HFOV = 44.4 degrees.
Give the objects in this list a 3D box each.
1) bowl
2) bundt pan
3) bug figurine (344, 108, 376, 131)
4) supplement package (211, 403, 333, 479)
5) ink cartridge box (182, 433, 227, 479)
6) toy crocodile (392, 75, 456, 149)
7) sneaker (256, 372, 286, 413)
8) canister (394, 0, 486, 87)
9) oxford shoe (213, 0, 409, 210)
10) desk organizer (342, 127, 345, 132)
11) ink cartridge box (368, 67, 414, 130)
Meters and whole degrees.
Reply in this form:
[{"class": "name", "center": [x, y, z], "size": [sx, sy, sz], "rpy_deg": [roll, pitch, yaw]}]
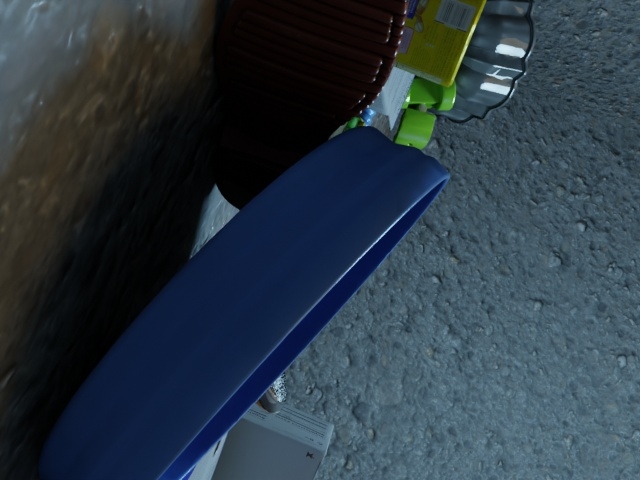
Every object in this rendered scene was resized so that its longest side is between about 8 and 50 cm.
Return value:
[{"class": "bowl", "center": [-0.056, 0.070, 0.618], "size": [0.391, 0.077, 0.391], "rpy_deg": [-47, 173, -7]}, {"class": "bundt pan", "center": [0.247, -0.393, 1.522], "size": [0.124, 0.331, 0.331], "rpy_deg": [-4, 126, -37]}, {"class": "bug figurine", "center": [0.063, -0.214, 1.407], "size": [0.279, 0.072, 0.216], "rpy_deg": [97, 16, -75]}, {"class": "supplement package", "center": [-0.124, 0.391, 1.249], "size": [0.145, 0.204, 0.262], "rpy_deg": [-33, 144, -84]}, {"class": "ink cartridge box", "center": [-0.171, 0.256, 0.957], "size": [0.307, 0.072, 0.303], "rpy_deg": [-47, 157, -83]}, {"class": "toy crocodile", "center": [0.172, -0.336, 1.431], "size": [0.105, 0.115, 0.340], "rpy_deg": [174, -86, -78]}, {"class": "sneaker", "center": [-0.056, 0.097, 0.923], "size": [0.084, 0.083, 0.215], "rpy_deg": [-26, 110, -84]}, {"class": "canister", "center": [0.093, -0.259, 0.906], "size": [0.126, 0.170, 0.073], "rpy_deg": [107, 7, -50]}, {"class": "oxford shoe", "center": [-0.012, -0.151, 0.627], "size": [0.348, 0.123, 0.130], "rpy_deg": [123, -12, -58]}, {"class": "desk organizer", "center": [0.016, -0.188, 1.139], "size": [0.050, 0.047, 0.130], "rpy_deg": [-59, 170, -49]}, {"class": "ink cartridge box", "center": [0.128, -0.375, 1.201], "size": [0.330, 0.071, 0.324], "rpy_deg": [63, 48, -75]}]
